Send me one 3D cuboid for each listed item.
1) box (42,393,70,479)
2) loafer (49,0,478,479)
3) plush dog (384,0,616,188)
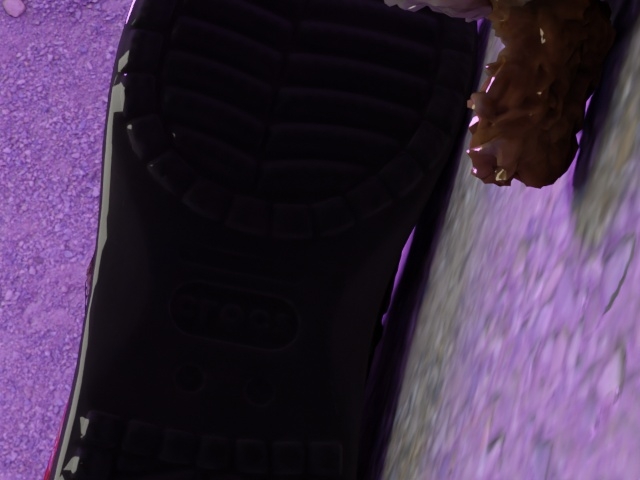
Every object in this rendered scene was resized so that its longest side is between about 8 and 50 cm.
[{"bbox_3d":[-0.094,0.076,0.998,0.257,0.123,0.128,-80,11,-56],"label":"box"},{"bbox_3d":[-0.037,0.012,0.577,0.130,0.134,0.366,121,167,-64],"label":"loafer"},{"bbox_3d":[-0.013,-0.143,0.370,0.262,0.225,0.210,-170,98,-84],"label":"plush dog"}]
